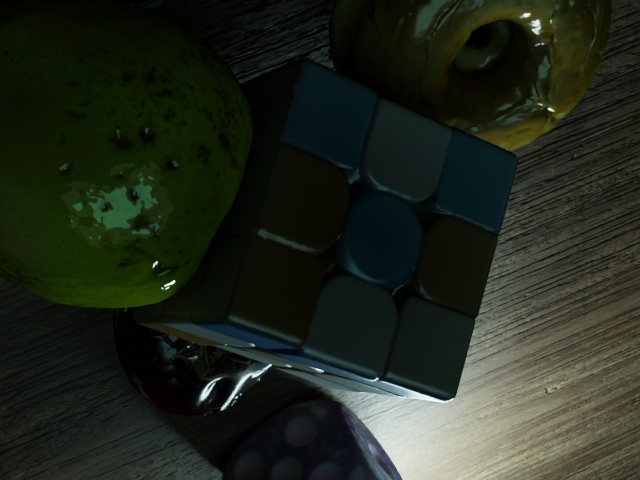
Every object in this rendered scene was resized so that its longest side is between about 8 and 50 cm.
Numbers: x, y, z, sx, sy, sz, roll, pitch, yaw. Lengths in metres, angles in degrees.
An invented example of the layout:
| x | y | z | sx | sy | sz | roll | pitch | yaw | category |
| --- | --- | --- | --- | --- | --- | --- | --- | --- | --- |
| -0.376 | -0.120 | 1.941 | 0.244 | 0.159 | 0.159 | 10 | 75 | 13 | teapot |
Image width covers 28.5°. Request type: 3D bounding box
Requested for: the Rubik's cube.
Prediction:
| x | y | z | sx | sy | sz | roll | pitch | yaw | category |
| --- | --- | --- | --- | --- | --- | --- | --- | --- | --- |
| 0.000 | 0.000 | 1.670 | 0.344 | 0.347 | 0.346 | 22 | 79 | -23 | Rubik's cube |

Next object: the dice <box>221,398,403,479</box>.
| x | y | z | sx | sy | sz | roll | pitch | yaw | category |
| --- | --- | --- | --- | --- | --- | --- | --- | --- | --- |
| 0.002 | 0.475 | 2.290 | 0.271 | 0.270 | 0.270 | -36 | 136 | 6 | dice |

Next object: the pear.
| x | y | z | sx | sy | sz | roll | pitch | yaw | category |
| --- | --- | --- | --- | --- | --- | --- | --- | --- | --- |
| -0.283 | -0.103 | 1.469 | 0.391 | 0.391 | 0.391 | -15 | 135 | -16 | pear |

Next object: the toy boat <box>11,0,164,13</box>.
| x | y | z | sx | sy | sz | roll | pitch | yaw | category |
| --- | --- | --- | --- | --- | --- | --- | --- | --- | --- |
| -0.281 | -0.388 | 1.522 | 0.221 | 0.067 | 0.291 | -16 | 123 | -17 | toy boat |

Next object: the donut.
| x | y | z | sx | sy | sz | roll | pitch | yaw | category |
| --- | --- | --- | --- | --- | --- | --- | --- | --- | --- |
| 0.211 | -0.294 | 1.762 | 0.449 | 0.198 | 0.448 | -13 | 135 | -14 | donut |

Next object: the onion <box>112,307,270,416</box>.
| x | y | z | sx | sy | sz | roll | pitch | yaw | category |
| --- | --- | --- | --- | --- | --- | --- | --- | --- | --- |
| -0.177 | 0.106 | 1.905 | 0.314 | 0.232 | 0.313 | -16 | 117 | -35 | onion |
